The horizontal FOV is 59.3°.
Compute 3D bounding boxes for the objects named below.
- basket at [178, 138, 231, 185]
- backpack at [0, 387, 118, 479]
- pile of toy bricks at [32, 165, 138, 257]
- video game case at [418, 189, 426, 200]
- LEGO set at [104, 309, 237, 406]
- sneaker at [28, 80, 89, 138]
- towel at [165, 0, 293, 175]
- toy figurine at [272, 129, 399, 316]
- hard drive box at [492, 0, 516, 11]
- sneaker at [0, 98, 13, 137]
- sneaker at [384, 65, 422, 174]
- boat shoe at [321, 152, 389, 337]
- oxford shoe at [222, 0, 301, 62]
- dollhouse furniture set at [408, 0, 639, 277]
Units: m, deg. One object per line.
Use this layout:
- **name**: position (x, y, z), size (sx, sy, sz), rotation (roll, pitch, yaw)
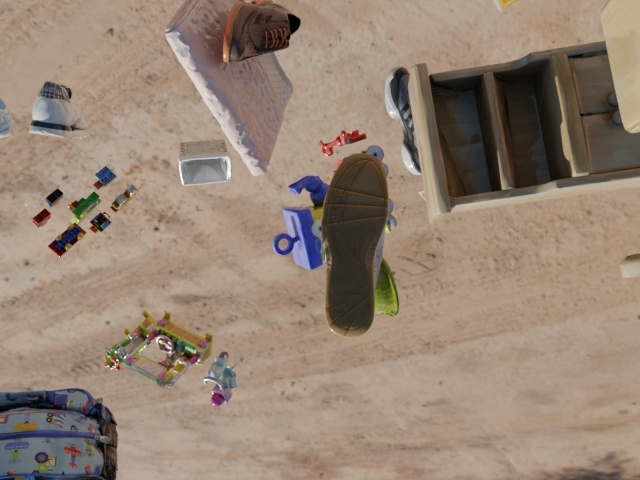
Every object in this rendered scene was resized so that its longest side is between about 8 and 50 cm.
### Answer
- **basket**: position (-0.383, -0.261, 1.863), size (0.167, 0.103, 0.113), rotation (-6, 137, -12)
- **backpack**: position (-0.296, 0.210, 0.566), size (0.158, 0.117, 0.173), rotation (-3, 154, -6)
- **pile of toy bricks**: position (-0.493, -0.060, 1.169), size (0.118, 0.212, 0.105), rotation (45, 151, -9)
- **video game case**: position (0.338, -0.118, 1.650), size (0.087, 0.011, 0.122), rotation (47, 173, -5)
- **LEGO set**: position (-0.276, 0.192, 0.893), size (0.287, 0.107, 0.132), rotation (3, 121, 28)
- **sneaker**: position (-0.482, -0.244, 1.054), size (0.090, 0.235, 0.095), rotation (3, 102, -19)
- **towel**: position (-0.166, -0.351, 1.155), size (0.053, 0.317, 0.332), rotation (-12, 131, 24)
- **toy figurine**: position (0.000, 0.000, 1.031), size (0.191, 0.217, 0.363), rotation (14, 120, 53)
- **hard drive box**: position (0.285, -0.485, 0.804), size (0.181, 0.089, 0.232), rotation (-30, 136, 21)
- **sneaker**: position (-0.731, -0.252, 1.124), size (0.237, 0.085, 0.086), rotation (2, 114, 5)
- **sneaker**: position (0.252, -0.295, 1.344), size (0.153, 0.101, 0.269), rotation (-3, 106, 54)
- **boat shoe**: position (0.050, 0.007, 0.875), size (0.098, 0.277, 0.096), rotation (7, 178, 6)
- **oxford shoe**: position (-0.110, -0.405, 1.082), size (0.098, 0.271, 0.097), rotation (17, 129, 6)
- **dollhouse furniture set**: position (0.226, -0.146, 0.470), size (0.256, 0.362, 0.394), rotation (-8, 173, 4)
